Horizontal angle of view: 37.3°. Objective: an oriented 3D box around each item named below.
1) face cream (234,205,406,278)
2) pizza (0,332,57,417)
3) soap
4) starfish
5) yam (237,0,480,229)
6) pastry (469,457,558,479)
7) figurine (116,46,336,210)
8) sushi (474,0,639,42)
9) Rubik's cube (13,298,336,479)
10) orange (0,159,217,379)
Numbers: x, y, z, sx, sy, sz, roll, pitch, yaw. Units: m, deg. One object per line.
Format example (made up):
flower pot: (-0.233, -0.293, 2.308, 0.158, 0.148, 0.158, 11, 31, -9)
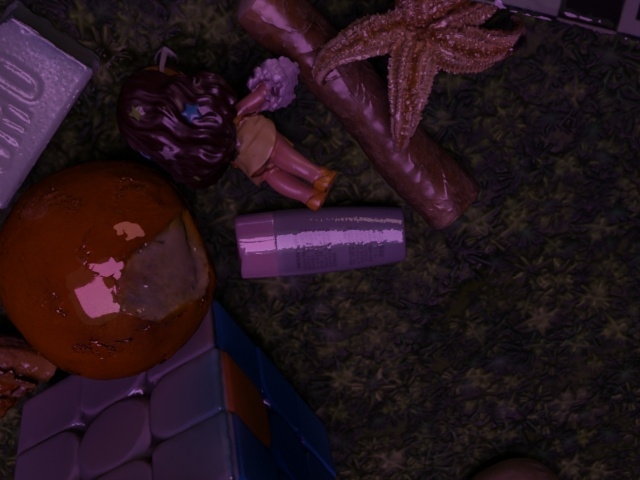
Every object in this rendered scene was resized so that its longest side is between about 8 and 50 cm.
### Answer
face cream: (0.000, 0.000, 1.117, 0.198, 0.057, 0.084, -4, 116, 1)
pizza: (-0.463, 0.174, 1.139, 0.305, 0.086, 0.161, -10, 138, 1)
soap: (-0.334, -0.143, 1.020, 0.114, 0.063, 0.198, 32, 110, -16)
starfish: (0.104, -0.204, 0.973, 0.238, 0.071, 0.216, -12, 95, -10)
yam: (0.042, -0.149, 1.035, 0.081, 0.081, 0.356, -41, 111, 16)
pastry: (0.267, 0.375, 1.302, 0.156, 0.092, 0.157, 2, 114, 4)
figurine: (-0.097, -0.111, 0.998, 0.240, 0.116, 0.175, 20, 142, -3)
sushi: (0.238, -0.387, 0.922, 0.359, 0.064, 0.343, 12, 100, -5)
Rubik's cube: (-0.157, 0.301, 1.102, 0.291, 0.290, 0.292, -28, 127, 10)
orange: (-0.226, 0.029, 1.016, 0.239, 0.240, 0.240, -1, 117, -3)
